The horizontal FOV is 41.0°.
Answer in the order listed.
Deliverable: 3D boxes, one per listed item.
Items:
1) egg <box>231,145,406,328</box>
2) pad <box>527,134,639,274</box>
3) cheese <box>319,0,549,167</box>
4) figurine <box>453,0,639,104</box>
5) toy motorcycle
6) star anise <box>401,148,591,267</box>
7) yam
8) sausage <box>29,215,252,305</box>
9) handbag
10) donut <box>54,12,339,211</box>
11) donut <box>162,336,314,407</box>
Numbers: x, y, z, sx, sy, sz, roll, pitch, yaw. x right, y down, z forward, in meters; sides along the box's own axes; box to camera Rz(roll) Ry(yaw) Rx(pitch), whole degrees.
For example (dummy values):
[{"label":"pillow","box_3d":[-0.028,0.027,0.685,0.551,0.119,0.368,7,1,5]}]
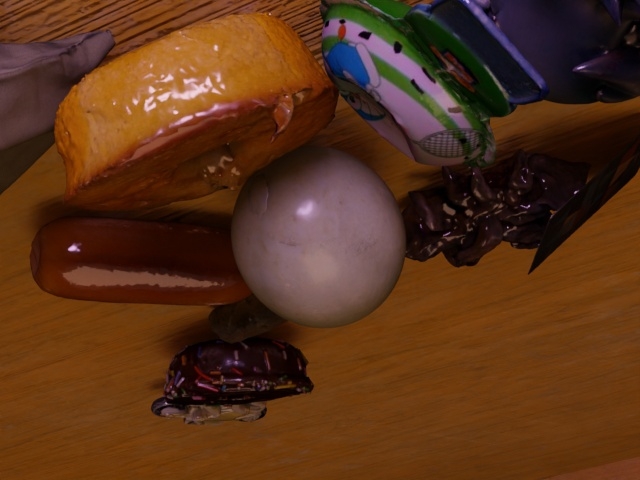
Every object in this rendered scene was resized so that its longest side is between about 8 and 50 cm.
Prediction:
[{"label":"egg","box_3d":[0.000,0.000,0.936,0.186,0.187,0.253,-16,150,12]},{"label":"pad","box_3d":[0.322,-0.054,0.997,0.211,0.003,0.143,-40,157,-18]},{"label":"cheese","box_3d":[0.080,-0.133,0.691,0.083,0.204,0.320,-46,-169,-5]},{"label":"figurine","box_3d":[0.200,-0.202,0.643,0.196,0.175,0.265,8,162,32]},{"label":"toy motorcycle","box_3d":[-0.176,0.279,1.499,0.228,0.074,0.151,14,141,-33]},{"label":"star anise","box_3d":[0.203,-0.025,1.043,0.214,0.099,0.220,10,146,-24]},{"label":"yam","box_3d":[-0.027,0.068,1.170,0.317,0.067,0.071,-28,160,32]},{"label":"sausage","box_3d":[-0.200,0.026,1.016,0.274,0.105,0.105,5,148,-23]},{"label":"handbag","box_3d":[-0.344,-0.069,0.726,0.315,0.109,0.253,-29,178,35]},{"label":"donut","box_3d":[-0.106,-0.096,0.732,0.253,0.118,0.253,-28,177,-2]},{"label":"donut","box_3d":[-0.129,0.206,1.332,0.234,0.089,0.235,-3,165,-1]}]
